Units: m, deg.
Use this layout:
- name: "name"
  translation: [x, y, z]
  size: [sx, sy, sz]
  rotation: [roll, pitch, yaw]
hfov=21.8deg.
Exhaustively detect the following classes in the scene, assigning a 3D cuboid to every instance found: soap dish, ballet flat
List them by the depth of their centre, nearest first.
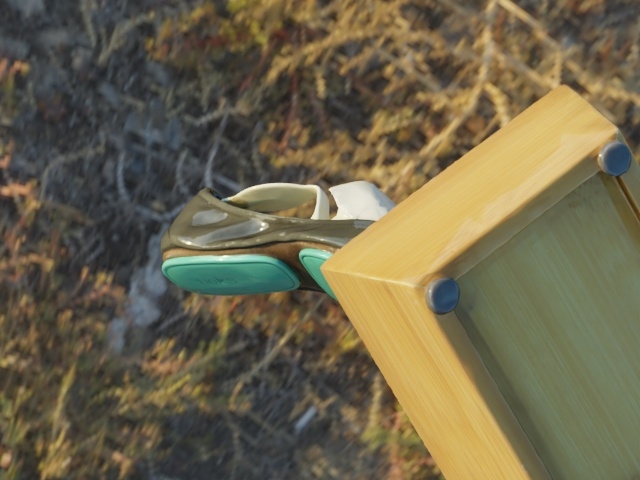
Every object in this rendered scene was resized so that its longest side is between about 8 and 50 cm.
- name: "soap dish"
  translation: [0.167, 0.073, 1.144]
  size: [0.229, 0.118, 0.291]
  rotation: [-36, 105, -18]
- name: "ballet flat"
  translation: [0.000, 0.000, 1.250]
  size: [0.280, 0.095, 0.096]
  rotation: [9, 64, 31]
